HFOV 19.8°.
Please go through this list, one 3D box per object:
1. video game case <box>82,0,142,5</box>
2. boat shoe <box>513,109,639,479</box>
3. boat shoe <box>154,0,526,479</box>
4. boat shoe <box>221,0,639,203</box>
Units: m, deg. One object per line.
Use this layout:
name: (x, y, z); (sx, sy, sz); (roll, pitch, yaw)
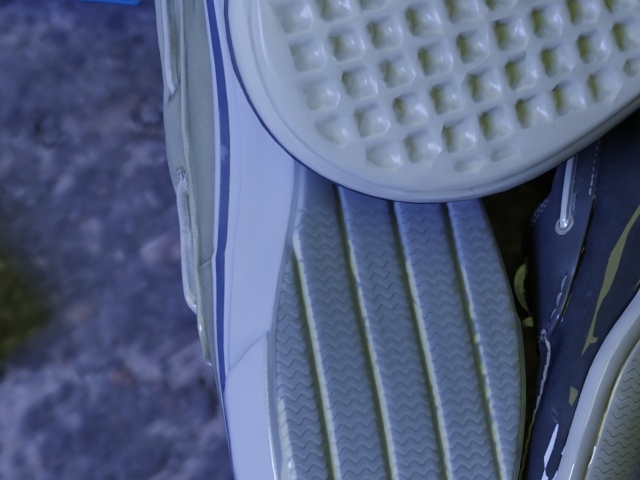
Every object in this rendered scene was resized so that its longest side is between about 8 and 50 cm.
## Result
video game case: (-0.137, -0.156, 0.731); (0.166, 0.015, 0.119); (6, 76, 17)
boat shoe: (0.111, 0.018, 0.665); (0.079, 0.084, 0.233); (10, 81, 46)
boat shoe: (0.000, 0.000, 0.660); (0.109, 0.094, 0.302); (4, 71, -29)
boat shoe: (0.113, -0.226, 0.668); (0.187, 0.156, 0.500); (29, 73, -11)
